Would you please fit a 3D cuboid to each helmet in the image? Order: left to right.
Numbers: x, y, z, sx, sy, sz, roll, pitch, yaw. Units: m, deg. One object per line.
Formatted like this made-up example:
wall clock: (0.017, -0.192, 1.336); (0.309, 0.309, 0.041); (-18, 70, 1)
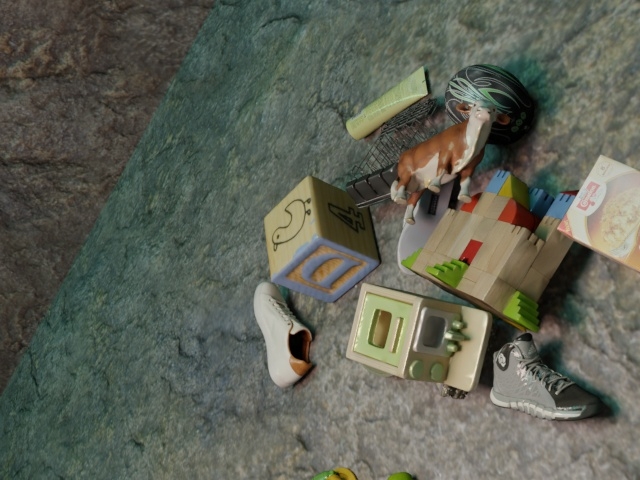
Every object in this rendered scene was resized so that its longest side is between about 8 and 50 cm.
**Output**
helmet: (0.337, -0.278, 1.752); (0.169, 0.162, 0.169); (-32, 47, 42)

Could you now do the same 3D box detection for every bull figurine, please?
bull figurine: (0.245, -0.154, 1.693); (0.310, 0.101, 0.188); (-31, 33, 60)

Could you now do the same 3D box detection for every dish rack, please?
dish rack: (0.177, -0.208, 1.987); (0.208, 0.074, 0.271); (-17, 35, 54)

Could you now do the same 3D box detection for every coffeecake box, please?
coffeecake box: (0.500, -0.032, 1.377); (0.185, 0.068, 0.142); (32, 95, 34)

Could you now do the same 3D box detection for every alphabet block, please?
alphabet block: (0.000, 0.000, 2.040); (0.192, 0.193, 0.197); (-41, 41, 32)

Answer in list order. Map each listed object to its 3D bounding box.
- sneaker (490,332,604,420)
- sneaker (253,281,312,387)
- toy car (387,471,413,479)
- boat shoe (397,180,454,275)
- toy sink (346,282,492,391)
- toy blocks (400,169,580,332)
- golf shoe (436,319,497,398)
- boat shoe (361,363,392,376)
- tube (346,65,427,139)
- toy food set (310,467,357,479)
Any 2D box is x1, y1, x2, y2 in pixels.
sneaker: (0.367, 0.223, 1.447); (0.229, 0.086, 0.132); (-2, 95, 55)
sneaker: (-0.078, 0.210, 2.122); (0.123, 0.106, 0.290); (-37, 53, 28)
toy car: (0.089, 0.518, 1.608); (0.149, 0.188, 0.155); (-45, 39, 31)
boat shoe: (0.226, -0.041, 1.853); (0.084, 0.095, 0.258); (119, 173, -77)
toy sink: (0.177, 0.177, 1.602); (0.234, 0.131, 0.152); (14, 90, 50)
toy blocks: (0.330, -0.007, 1.598); (0.260, 0.191, 0.381); (-58, 21, -3)
golf shoe: (0.268, 0.213, 1.652); (0.176, 0.069, 0.086); (-60, 28, 10)
boat shoe: (0.165, 0.237, 1.782); (0.228, 0.069, 0.081); (-3, 97, 55)
tube: (0.168, -0.330, 2.126); (0.240, 0.062, 0.070); (-33, 87, 35)
toy food set: (-0.013, 0.563, 1.833); (0.218, 0.071, 0.128); (-45, 39, 31)
